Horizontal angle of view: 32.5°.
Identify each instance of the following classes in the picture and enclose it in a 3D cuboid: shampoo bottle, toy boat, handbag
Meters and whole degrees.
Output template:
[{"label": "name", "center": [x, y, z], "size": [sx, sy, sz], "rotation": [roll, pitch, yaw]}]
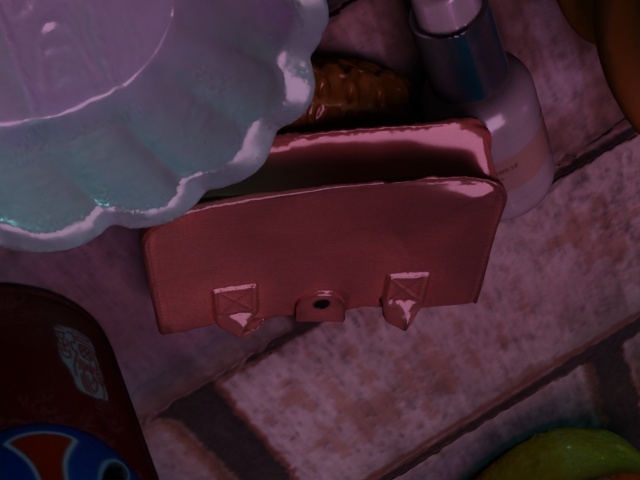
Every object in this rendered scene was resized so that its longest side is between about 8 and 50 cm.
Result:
[{"label": "shampoo bottle", "center": [0.095, -0.091, 0.678], "size": [0.074, 0.074, 0.192], "rotation": [-30, 139, -1]}, {"label": "toy boat", "center": [-0.144, -0.085, 0.529], "size": [0.290, 0.100, 0.199], "rotation": [-21, 136, -11]}, {"label": "handbag", "center": [0.000, 0.000, 0.674], "size": [0.212, 0.059, 0.157], "rotation": [-5, 145, -5]}]

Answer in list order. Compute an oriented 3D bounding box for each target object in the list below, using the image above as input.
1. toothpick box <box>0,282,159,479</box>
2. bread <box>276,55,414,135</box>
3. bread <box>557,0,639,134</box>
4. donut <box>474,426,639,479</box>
[{"label": "toothpick box", "center": [-0.172, 0.207, 0.617], "size": [0.204, 0.333, 0.204], "rotation": [-16, 136, -17]}, {"label": "bread", "center": [-0.011, -0.086, 0.645], "size": [0.157, 0.044, 0.052], "rotation": [5, 121, -34]}, {"label": "bread", "center": [0.285, -0.122, 0.629], "size": [0.315, 0.270, 0.211], "rotation": [2, 144, -27]}, {"label": "donut", "center": [0.237, 0.288, 1.089], "size": [0.253, 0.118, 0.254], "rotation": [-18, 139, -17]}]
